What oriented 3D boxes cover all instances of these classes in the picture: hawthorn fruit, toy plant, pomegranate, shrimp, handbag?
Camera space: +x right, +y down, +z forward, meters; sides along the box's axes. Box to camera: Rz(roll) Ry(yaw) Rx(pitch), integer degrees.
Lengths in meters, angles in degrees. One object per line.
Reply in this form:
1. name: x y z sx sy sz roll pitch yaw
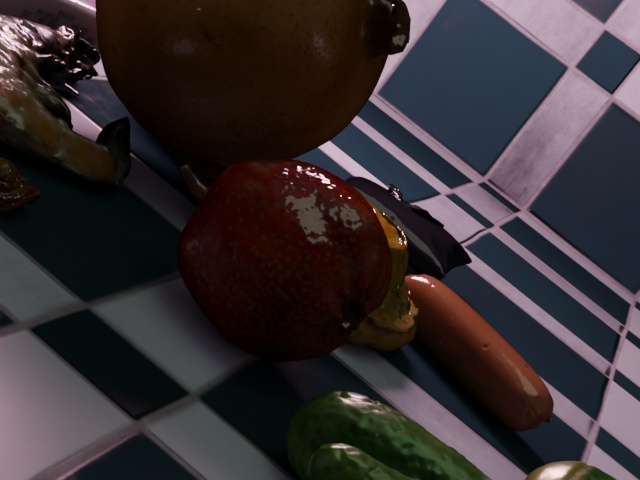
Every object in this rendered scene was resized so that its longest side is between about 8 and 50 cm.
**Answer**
1. hawthorn fruit: -0.053 0.002 1.435 0.253 0.205 0.205 44 15 23
2. toy plant: 0.107 0.234 1.207 0.316 0.184 0.224 25 3 22
3. pomegranate: -0.076 -0.293 1.728 0.416 0.416 0.416 35 13 -9
4. shrimp: -0.310 -0.176 1.663 0.272 0.085 0.445 42 14 -4
5. handbag: 0.122 -0.025 2.245 0.254 0.088 0.211 36 15 13

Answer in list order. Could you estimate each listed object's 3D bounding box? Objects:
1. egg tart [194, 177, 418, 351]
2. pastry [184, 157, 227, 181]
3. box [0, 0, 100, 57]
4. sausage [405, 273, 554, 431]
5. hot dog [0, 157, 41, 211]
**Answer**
1. egg tart: 0.003 0.003 1.754 0.341 0.129 0.341 34 15 -11
2. pastry: -0.139 -0.099 1.884 0.087 0.063 0.169 33 9 9
3. box: -0.451 -0.346 1.808 0.190 0.112 0.370 44 14 31
4. sausage: 0.199 0.146 1.854 0.086 0.086 0.289 20 20 -51
5. hot dog: -0.302 -0.052 1.342 0.058 0.035 0.083 41 13 1
